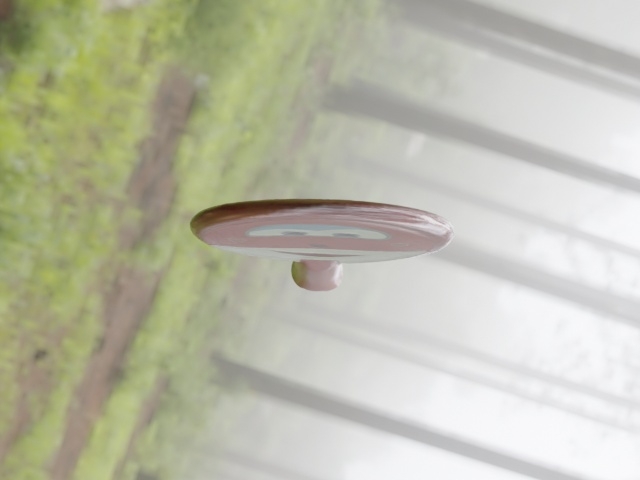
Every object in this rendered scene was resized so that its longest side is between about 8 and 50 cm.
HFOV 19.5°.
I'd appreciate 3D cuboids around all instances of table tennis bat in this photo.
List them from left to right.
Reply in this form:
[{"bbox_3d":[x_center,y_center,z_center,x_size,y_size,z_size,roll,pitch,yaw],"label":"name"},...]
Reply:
[{"bbox_3d":[0.000,0.000,0.717,0.155,0.098,0.019,97,-5,-80],"label":"table tennis bat"}]
